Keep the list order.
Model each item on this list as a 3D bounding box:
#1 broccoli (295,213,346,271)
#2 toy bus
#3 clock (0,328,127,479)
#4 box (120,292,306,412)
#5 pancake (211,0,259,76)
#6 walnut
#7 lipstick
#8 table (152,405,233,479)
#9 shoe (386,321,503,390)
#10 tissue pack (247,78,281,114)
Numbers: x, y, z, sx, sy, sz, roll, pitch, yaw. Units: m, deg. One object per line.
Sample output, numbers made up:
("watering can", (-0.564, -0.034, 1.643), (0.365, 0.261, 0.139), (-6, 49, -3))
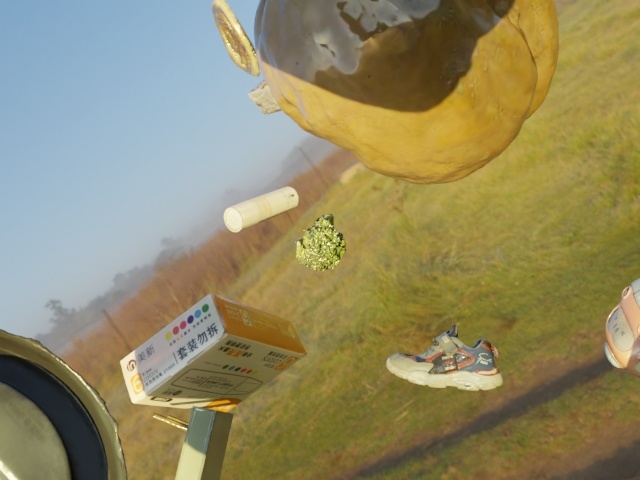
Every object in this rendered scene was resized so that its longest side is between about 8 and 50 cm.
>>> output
("broccoli", (0.000, 0.000, 0.929), (0.095, 0.092, 0.097), (-18, -31, 38))
("toy bus", (0.783, 0.223, 1.420), (0.232, 0.287, 0.194), (-51, 23, 37))
("clock", (-0.329, 0.222, 0.517), (0.325, 0.325, 0.067), (-38, -5, -47))
("box", (-0.179, 0.209, 1.108), (0.220, 0.091, 0.273), (-38, -30, 15))
("pancake", (-0.148, -0.355, 1.091), (0.025, 0.152, 0.151), (-29, 1, -12))
("walnut", (0.101, -0.245, 0.799), (0.383, 0.384, 0.383), (-35, 3, 2))
("lipstick", (-0.088, -0.051, 0.961), (0.040, 0.040, 0.141), (-33, -4, 39))
("table", (-0.231, 0.390, 1.007), (0.122, 0.110, 0.240), (72, -152, -70))
("shoe", (0.245, 0.224, 1.221), (0.227, 0.126, 0.099), (4, -1, 8))
("tissue pack", (-0.049, -0.295, 1.116), (0.148, 0.060, 0.108), (-46, 23, -14))
